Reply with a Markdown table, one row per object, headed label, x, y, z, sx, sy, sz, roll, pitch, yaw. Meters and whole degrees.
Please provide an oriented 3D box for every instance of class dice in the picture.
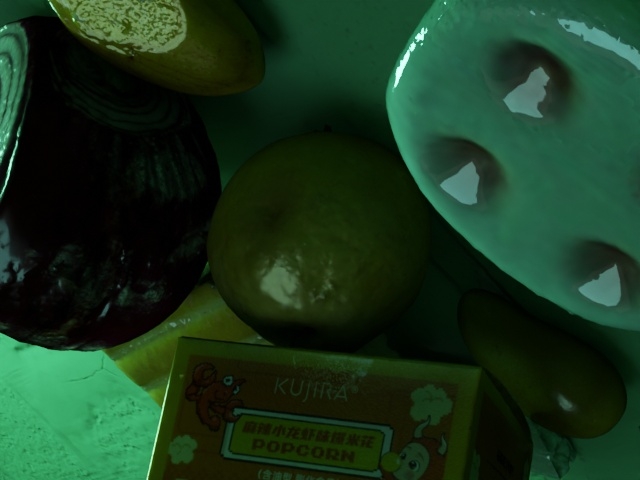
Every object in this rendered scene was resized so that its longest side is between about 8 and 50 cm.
| label | x | y | z | sx | sy | sz | roll | pitch | yaw |
| --- | --- | --- | --- | --- | --- | --- | --- | --- | --- |
| dice | 0.219 | -0.122 | 1.112 | 0.268 | 0.265 | 0.262 | 37 | 149 | 4 |

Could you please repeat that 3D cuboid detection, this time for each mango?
| label | x | y | z | sx | sy | sz | roll | pitch | yaw |
| --- | --- | --- | --- | --- | --- | --- | --- | --- | --- |
| mango | -0.140 | -0.204 | 1.544 | 0.217 | 0.102 | 0.141 | 33 | 124 | 2 |
| mango | 0.199 | 0.117 | 1.622 | 0.184 | 0.085 | 0.102 | 33 | 157 | 14 |

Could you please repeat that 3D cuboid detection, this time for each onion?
| label | x | y | z | sx | sy | sz | roll | pitch | yaw |
| --- | --- | --- | --- | --- | --- | --- | --- | --- | --- |
| onion | -0.221 | -0.052 | 1.651 | 0.260 | 0.337 | 0.282 | 18 | 115 | -25 |

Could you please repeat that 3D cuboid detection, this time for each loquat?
| label | x | y | z | sx | sy | sz | roll | pitch | yaw |
| --- | --- | --- | --- | --- | --- | --- | --- | --- | --- |
| loquat | 0.000 | 0.000 | 1.577 | 0.208 | 0.208 | 0.208 | 27 | 147 | 19 |

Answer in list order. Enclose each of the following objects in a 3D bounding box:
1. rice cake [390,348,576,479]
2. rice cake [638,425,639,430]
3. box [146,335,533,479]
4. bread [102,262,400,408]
| label | x | y | z | sx | sy | sz | roll | pitch | yaw |
| --- | --- | --- | --- | --- | --- | --- | --- | --- | --- |
| rice cake | 0.150 | 0.174 | 1.793 | 0.211 | 0.038 | 0.124 | 9 | 139 | 40 |
| rice cake | 0.398 | 0.295 | 1.669 | 0.070 | 0.064 | 0.399 | -2 | 132 | 35 |
| box | 0.023 | 0.221 | 1.561 | 0.283 | 0.214 | 0.259 | 4 | 160 | 19 |
| bread | -0.061 | 0.112 | 1.776 | 0.246 | 0.111 | 0.239 | -27 | 116 | 41 |
